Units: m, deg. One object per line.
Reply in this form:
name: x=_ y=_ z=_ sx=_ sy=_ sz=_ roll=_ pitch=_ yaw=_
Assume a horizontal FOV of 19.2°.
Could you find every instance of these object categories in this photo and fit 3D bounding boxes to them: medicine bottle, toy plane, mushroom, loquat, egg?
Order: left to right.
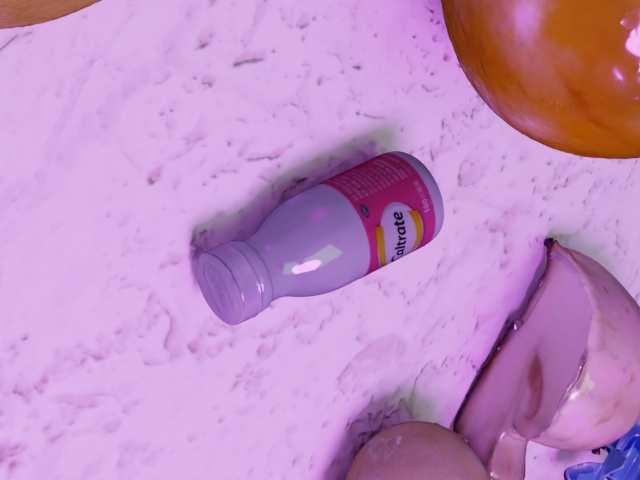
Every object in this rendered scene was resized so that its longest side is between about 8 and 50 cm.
medicine bottle: x=0.000 y=0.000 z=1.614 sx=0.217 sy=0.090 sz=0.090 roll=-26 pitch=128 yaw=-30
egg: x=0.095 y=0.266 z=1.800 sx=0.164 sy=0.164 sz=0.201 roll=-23 pitch=122 yaw=-33
mushroom: x=0.269 y=0.153 z=1.867 sx=0.173 sy=0.162 sz=0.236 roll=24 pitch=99 yaw=-24
loquat: x=0.226 y=-0.236 z=1.555 sx=0.359 sy=0.328 sz=0.328 roll=22 pitch=99 yaw=-3
toy plane: x=0.362 y=0.197 z=2.069 sx=0.246 sy=0.169 sz=0.078 roll=-56 pitch=-176 yaw=-37

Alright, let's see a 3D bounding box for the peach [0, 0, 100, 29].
peach: x=-0.203 y=-0.273 z=1.135 sx=0.314 sy=0.281 sz=0.315 roll=-58 pitch=150 yaw=-11
